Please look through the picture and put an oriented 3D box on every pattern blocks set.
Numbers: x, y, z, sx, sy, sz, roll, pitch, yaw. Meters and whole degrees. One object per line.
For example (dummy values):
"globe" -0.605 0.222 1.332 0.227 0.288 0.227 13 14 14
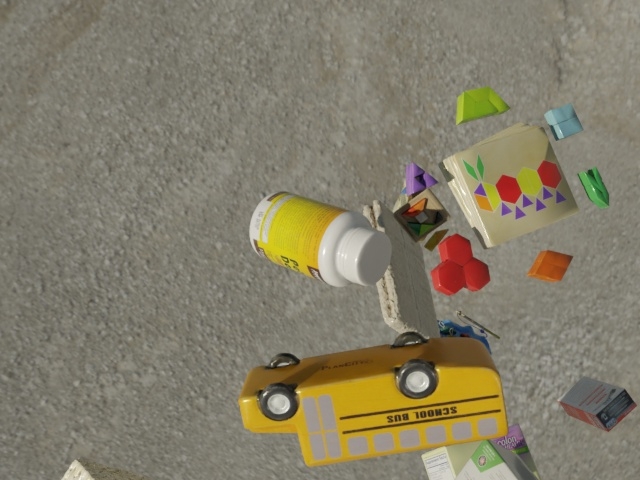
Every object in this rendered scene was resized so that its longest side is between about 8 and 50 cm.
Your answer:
"pattern blocks set" 0.260 -0.075 0.956 0.325 0.026 0.285 -10 81 -24

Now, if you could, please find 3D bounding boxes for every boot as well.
"boot" 0.224 -0.045 1.789 0.077 0.165 0.213 10 53 -9

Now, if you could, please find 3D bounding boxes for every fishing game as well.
"fishing game" 0.325 0.243 1.682 0.264 0.041 0.189 -16 39 -40

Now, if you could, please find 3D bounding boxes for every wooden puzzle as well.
"wooden puzzle" 0.164 -0.038 1.112 0.078 0.116 0.014 -44 21 13

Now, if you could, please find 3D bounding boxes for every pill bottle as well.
"pill bottle" 0.000 0.000 1.069 0.215 0.117 0.117 19 67 40

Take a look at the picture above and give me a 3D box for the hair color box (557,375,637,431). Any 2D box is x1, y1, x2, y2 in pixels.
"hair color box" 0.630 0.372 1.591 0.093 0.167 0.053 -38 94 -8

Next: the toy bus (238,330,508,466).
"toy bus" 0.067 0.211 0.926 0.333 0.108 0.130 -11 104 5

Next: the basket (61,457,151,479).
"basket" -0.302 0.400 1.006 0.103 0.167 0.113 23 78 45

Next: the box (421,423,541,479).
"box" 0.378 0.564 1.558 0.214 0.117 0.243 -9 68 -25

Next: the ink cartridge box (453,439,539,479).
"ink cartridge box" 0.296 0.497 1.248 0.219 0.093 0.160 -56 19 8

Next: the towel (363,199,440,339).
"towel" 0.157 0.069 1.363 0.049 0.187 0.282 -25 52 25
